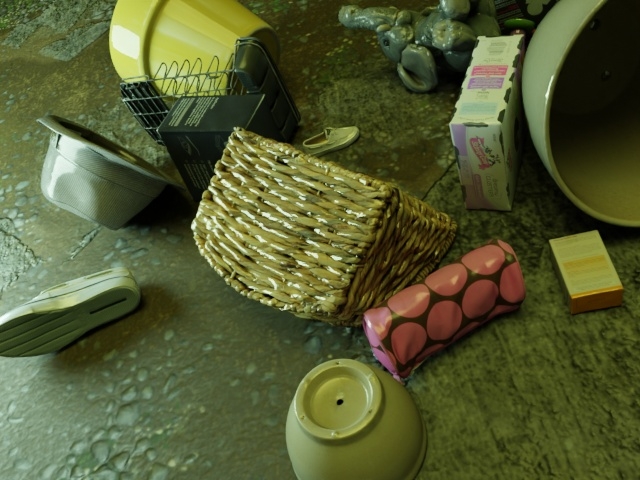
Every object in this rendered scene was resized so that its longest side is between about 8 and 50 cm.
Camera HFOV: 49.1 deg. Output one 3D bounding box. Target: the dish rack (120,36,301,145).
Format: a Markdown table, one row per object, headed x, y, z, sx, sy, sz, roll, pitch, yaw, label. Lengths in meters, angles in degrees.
| x | y | z | sx | sy | sz | roll | pitch | yaw | label |
| --- | --- | --- | --- | --- | --- | --- | --- | --- | --- |
| -0.192 | -0.231 | 1.194 | 0.271 | 0.208 | 0.074 | -2 | 56 | 20 | dish rack |

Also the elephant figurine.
| x | y | z | sx | sy | sz | roll | pitch | yaw | label |
| --- | --- | --- | --- | --- | --- | --- | --- | --- | --- |
| 0.180 | -0.348 | 1.210 | 0.169 | 0.186 | 0.239 | -15 | 3 | -44 | elephant figurine |

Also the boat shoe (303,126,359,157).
| x | y | z | sx | sy | sz | roll | pitch | yaw | label |
| --- | --- | --- | --- | --- | --- | --- | --- | --- | --- |
| 0.017 | -0.172 | 1.177 | 0.100 | 0.035 | 0.035 | -22 | 45 | 0 | boat shoe |

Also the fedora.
| x | y | z | sx | sy | sz | roll | pitch | yaw | label |
| --- | --- | --- | --- | --- | --- | --- | --- | --- | --- |
| -0.361 | -0.098 | 1.145 | 0.275 | 0.244 | 0.124 | 31 | 94 | 39 | fedora |

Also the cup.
| x | y | z | sx | sy | sz | roll | pitch | yaw | label |
| --- | --- | --- | --- | --- | --- | --- | --- | --- | --- |
| 0.396 | -0.216 | 0.915 | 0.331 | 0.331 | 0.237 | -21 | 29 | 0 | cup |

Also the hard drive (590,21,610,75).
| x | y | z | sx | sy | sz | roll | pitch | yaw | label |
| --- | --- | --- | --- | --- | --- | --- | --- | --- | --- |
| 0.496 | -0.327 | 1.135 | 0.172 | 0.054 | 0.255 | -3 | 47 | 16 | hard drive |

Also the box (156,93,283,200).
| x | y | z | sx | sy | sz | roll | pitch | yaw | label |
| --- | --- | --- | --- | --- | --- | --- | --- | --- | --- |
| -0.149 | -0.146 | 1.127 | 0.158 | 0.156 | 0.093 | 4 | 50 | 22 | box |

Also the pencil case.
| x | y | z | sx | sy | sz | roll | pitch | yaw | label |
| --- | --- | --- | --- | --- | --- | --- | --- | --- | --- |
| 0.154 | 0.085 | 0.855 | 0.209 | 0.095 | 0.098 | -29 | 84 | -8 | pencil case |

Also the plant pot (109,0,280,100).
| x | y | z | sx | sy | sz | roll | pitch | yaw | label |
| --- | --- | --- | --- | --- | --- | --- | --- | --- | --- |
| -0.217 | -0.361 | 1.304 | 0.239 | 0.254 | 0.254 | 28 | 62 | 20 | plant pot |

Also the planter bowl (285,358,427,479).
| x | y | z | sx | sy | sz | roll | pitch | yaw | label |
| --- | --- | --- | --- | --- | --- | --- | --- | --- | --- |
| 0.030 | 0.200 | 0.779 | 0.162 | 0.109 | 0.162 | -11 | 46 | 11 | planter bowl |

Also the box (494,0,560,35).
| x | y | z | sx | sy | sz | roll | pitch | yaw | label |
| --- | --- | --- | --- | --- | --- | --- | --- | --- | --- |
| 0.385 | -0.469 | 1.194 | 0.247 | 0.142 | 0.163 | -5 | 43 | 46 | box |

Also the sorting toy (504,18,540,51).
| x | y | z | sx | sy | sz | roll | pitch | yaw | label |
| --- | --- | --- | --- | --- | --- | --- | --- | --- | --- |
| 0.352 | -0.339 | 1.181 | 0.061 | 0.102 | 0.042 | 8 | 90 | 50 | sorting toy |

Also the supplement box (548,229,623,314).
| x | y | z | sx | sy | sz | roll | pitch | yaw | label |
| --- | --- | --- | --- | --- | --- | --- | --- | --- | --- |
| 0.328 | 0.039 | 0.871 | 0.062 | 0.036 | 0.098 | -12 | 46 | 9 | supplement box |

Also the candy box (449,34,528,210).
| x | y | z | sx | sy | sz | roll | pitch | yaw | label |
| --- | --- | --- | --- | --- | --- | --- | --- | --- | --- |
| 0.247 | -0.168 | 1.000 | 0.070 | 0.165 | 0.196 | 4 | 50 | 24 | candy box |

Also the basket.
| x | y | z | sx | sy | sz | roll | pitch | yaw | label |
| --- | --- | --- | --- | --- | --- | --- | --- | --- | --- |
| 0.000 | 0.000 | 0.985 | 0.299 | 0.223 | 0.213 | 25 | 94 | 35 | basket |

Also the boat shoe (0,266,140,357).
| x | y | z | sx | sy | sz | roll | pitch | yaw | label |
| --- | --- | --- | --- | --- | --- | --- | --- | --- | --- |
| -0.379 | 0.105 | 1.044 | 0.226 | 0.083 | 0.076 | -17 | 33 | -12 | boat shoe |
